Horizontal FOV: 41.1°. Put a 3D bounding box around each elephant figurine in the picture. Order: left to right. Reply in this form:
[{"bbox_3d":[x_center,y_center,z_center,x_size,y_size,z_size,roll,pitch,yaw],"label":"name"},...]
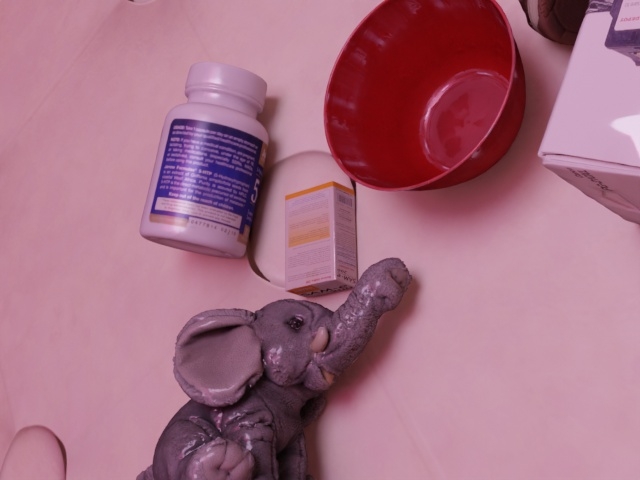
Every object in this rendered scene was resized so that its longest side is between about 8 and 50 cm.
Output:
[{"bbox_3d":[-0.045,0.125,0.758,0.169,0.186,0.239,117,168,-71],"label":"elephant figurine"}]

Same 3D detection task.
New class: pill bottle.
[{"bbox_3d":[-0.114,-0.082,0.885,0.112,0.112,0.186,5,81,41],"label":"pill bottle"}]

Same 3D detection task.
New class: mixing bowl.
[{"bbox_3d":[0.103,-0.116,0.721,0.181,0.098,0.181,-13,70,37],"label":"mixing bowl"}]

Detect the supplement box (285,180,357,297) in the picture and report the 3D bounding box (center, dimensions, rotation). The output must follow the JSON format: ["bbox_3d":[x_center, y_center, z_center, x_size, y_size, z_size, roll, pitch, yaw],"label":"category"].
[{"bbox_3d":[0.000,0.000,0.813,0.062,0.036,0.098,-14,68,37],"label":"supplement box"}]

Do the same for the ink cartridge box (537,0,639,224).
[{"bbox_3d":[0.252,-0.131,0.549,0.100,0.172,0.237,18,89,42],"label":"ink cartridge box"}]

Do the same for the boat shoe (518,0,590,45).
[{"bbox_3d":[0.198,-0.287,0.655,0.095,0.095,0.257,-108,27,-65],"label":"boat shoe"}]
